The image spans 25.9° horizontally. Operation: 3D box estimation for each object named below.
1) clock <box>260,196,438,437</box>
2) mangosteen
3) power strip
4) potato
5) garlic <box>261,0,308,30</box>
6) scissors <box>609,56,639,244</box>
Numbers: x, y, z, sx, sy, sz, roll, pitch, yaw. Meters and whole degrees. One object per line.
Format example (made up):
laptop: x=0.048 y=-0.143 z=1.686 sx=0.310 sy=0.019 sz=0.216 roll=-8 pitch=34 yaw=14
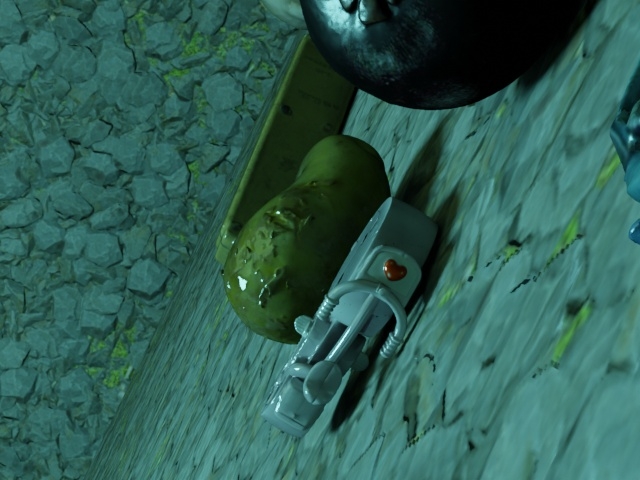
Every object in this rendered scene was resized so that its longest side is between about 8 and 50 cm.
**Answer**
clock: x=0.011 y=0.041 z=0.662 sx=0.129 sy=0.041 sz=0.087 roll=-58 pitch=5 yaw=13
mangosteen: x=0.061 y=-0.128 z=0.630 sx=0.151 sy=0.137 sz=0.137 roll=-19 pitch=-33 yaw=-49
power strip: x=-0.026 y=-0.073 z=1.204 sx=0.044 sy=0.064 sz=0.305 roll=120 pitch=172 yaw=-50
potato: x=0.000 y=0.000 z=0.756 sx=0.138 sy=0.070 sz=0.091 roll=-55 pitch=-15 yaw=-43
garlic: x=0.021 y=-0.273 z=1.209 sx=0.340 sy=0.245 sz=0.231 roll=-85 pitch=-10 yaw=-51
scissors: x=0.169 y=-0.167 z=0.292 sx=0.180 sy=0.032 sz=0.393 roll=-97 pitch=32 yaw=-77
